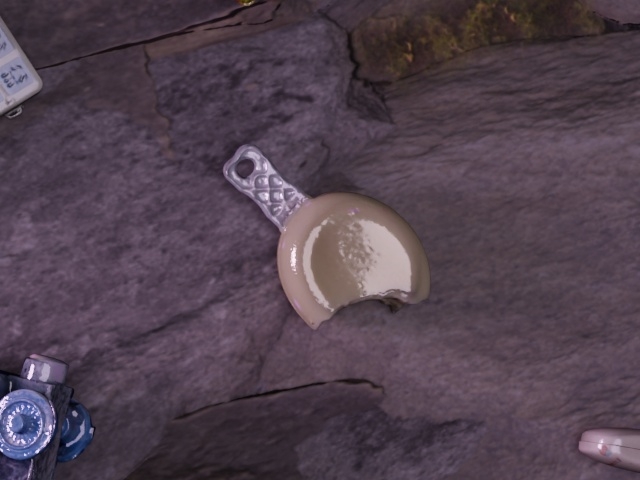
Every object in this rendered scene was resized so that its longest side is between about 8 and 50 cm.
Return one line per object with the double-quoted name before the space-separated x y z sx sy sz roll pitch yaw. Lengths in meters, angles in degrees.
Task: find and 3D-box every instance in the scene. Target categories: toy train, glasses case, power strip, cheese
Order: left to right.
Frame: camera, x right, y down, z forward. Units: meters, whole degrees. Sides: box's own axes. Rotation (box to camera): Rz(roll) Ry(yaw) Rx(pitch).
"toy train" -0.354 0.251 1.585 0.202 0.131 0.300 12 83 14
"power strip" -0.371 -0.213 1.662 0.081 0.035 0.192 -34 98 -14
"cheese" 0.012 -0.016 1.747 0.163 0.071 0.249 -28 95 -15
"glasses case" 0.400 0.250 1.844 0.204 0.081 0.051 11 83 -14

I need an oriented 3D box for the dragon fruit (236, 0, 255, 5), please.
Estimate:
"dragon fruit" -0.081 -0.350 1.689 0.166 0.172 0.160 -1 48 0
